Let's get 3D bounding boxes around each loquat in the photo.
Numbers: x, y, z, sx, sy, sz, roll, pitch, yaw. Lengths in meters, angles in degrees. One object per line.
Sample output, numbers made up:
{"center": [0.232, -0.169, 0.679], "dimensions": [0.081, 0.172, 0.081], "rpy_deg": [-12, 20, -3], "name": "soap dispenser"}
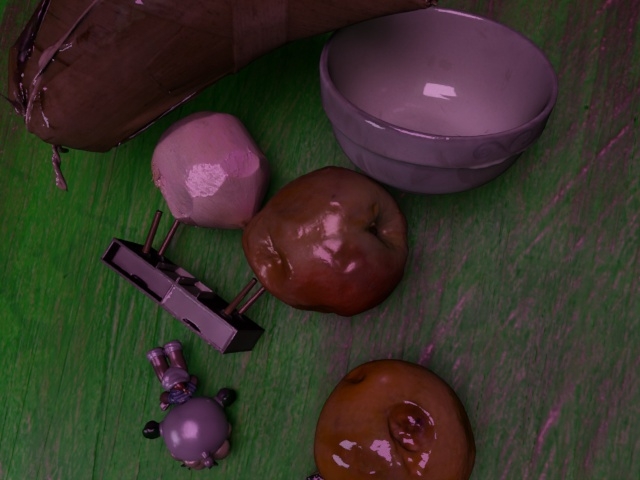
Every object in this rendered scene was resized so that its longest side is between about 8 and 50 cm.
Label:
{"center": [0.100, 0.259, 0.907], "dimensions": [0.213, 0.213, 0.213], "rpy_deg": [-2, 82, 13], "name": "loquat"}

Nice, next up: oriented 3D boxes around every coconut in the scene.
{"center": [-0.159, -0.092, 1.021], "dimensions": [0.170, 0.171, 0.183], "rpy_deg": [-31, 70, 7], "name": "coconut"}

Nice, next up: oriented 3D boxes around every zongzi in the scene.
{"center": [-0.170, -0.212, 0.883], "dimensions": [0.467, 0.218, 0.500], "rpy_deg": [35, 100, 21], "name": "zongzi"}

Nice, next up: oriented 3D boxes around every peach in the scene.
{"center": [0.000, 0.000, 0.969], "dimensions": [0.235, 0.214, 0.214], "rpy_deg": [-4, 81, 30], "name": "peach"}

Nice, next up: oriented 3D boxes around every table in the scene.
{"center": [-0.187, 0.055, 1.033], "dimensions": [0.240, 0.121, 0.111], "rpy_deg": [34, 92, 15], "name": "table"}

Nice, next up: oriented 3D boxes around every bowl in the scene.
{"center": [0.150, -0.175, 0.930], "dimensions": [0.307, 0.163, 0.307], "rpy_deg": [1, 45, -1], "name": "bowl"}

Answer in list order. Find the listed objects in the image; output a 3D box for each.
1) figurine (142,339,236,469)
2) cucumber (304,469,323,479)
{"center": [-0.200, 0.249, 1.030], "dimensions": [0.147, 0.093, 0.197], "rpy_deg": [-22, 69, -13], "name": "figurine"}
{"center": [0.051, 0.399, 0.962], "dimensions": [0.058, 0.058, 0.187], "rpy_deg": [-40, 76, 5], "name": "cucumber"}
